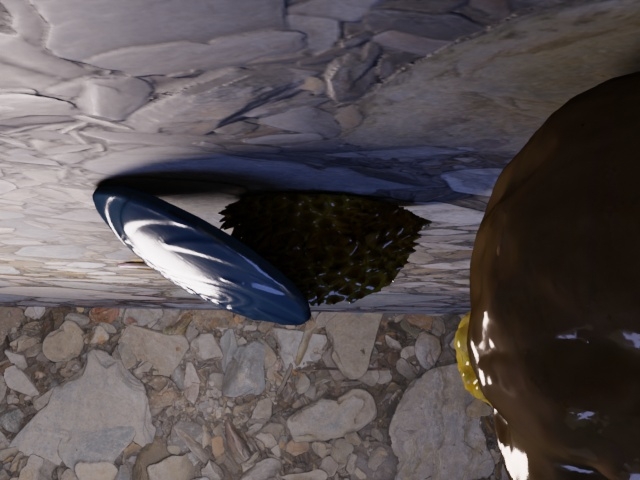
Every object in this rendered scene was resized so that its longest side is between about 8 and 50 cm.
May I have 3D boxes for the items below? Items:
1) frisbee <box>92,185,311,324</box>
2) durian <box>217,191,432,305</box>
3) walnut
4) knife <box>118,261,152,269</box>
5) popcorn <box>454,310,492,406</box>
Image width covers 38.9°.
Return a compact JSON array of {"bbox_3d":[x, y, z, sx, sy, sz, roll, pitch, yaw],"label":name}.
[{"bbox_3d":[-0.145,0.034,1.047,0.290,0.049,0.289,27,164,8],"label":"frisbee"},{"bbox_3d":[0.000,0.000,1.080,0.252,0.144,0.139,-7,-168,18],"label":"durian"},{"bbox_3d":[0.279,0.046,0.578,0.384,0.383,0.383,1,172,0],"label":"walnut"},{"bbox_3d":[-0.277,0.061,1.826,0.256,0.022,0.046,4,176,-22],"label":"knife"},{"bbox_3d":[0.445,0.235,1.938,0.349,0.348,0.382,-3,178,25],"label":"popcorn"}]
